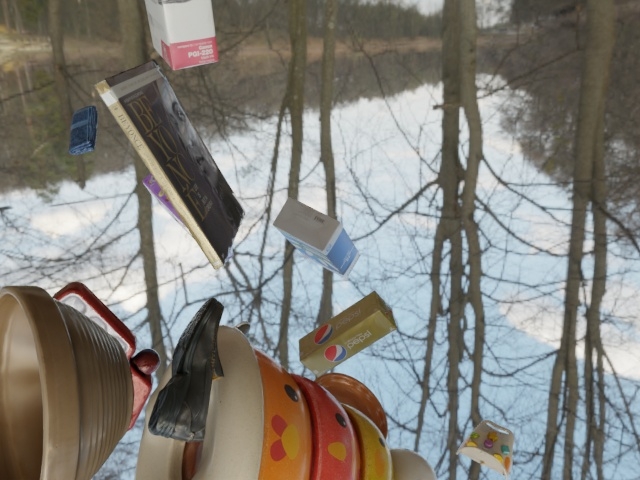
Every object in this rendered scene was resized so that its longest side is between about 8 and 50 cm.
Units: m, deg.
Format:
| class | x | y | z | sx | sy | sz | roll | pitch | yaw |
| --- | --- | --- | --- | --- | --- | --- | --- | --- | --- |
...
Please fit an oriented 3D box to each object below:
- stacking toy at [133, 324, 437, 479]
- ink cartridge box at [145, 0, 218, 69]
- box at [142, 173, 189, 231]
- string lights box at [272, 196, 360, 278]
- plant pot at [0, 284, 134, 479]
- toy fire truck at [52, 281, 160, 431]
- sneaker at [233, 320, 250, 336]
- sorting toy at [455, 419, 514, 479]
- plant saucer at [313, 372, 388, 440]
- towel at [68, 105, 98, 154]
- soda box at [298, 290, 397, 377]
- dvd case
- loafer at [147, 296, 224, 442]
| class | x | y | z | sx | sy | sz | roll | pitch | yaw |
| --- | --- | --- | --- | --- | --- | --- | --- | --- | --- |
| stacking toy | -0.009 | 0.341 | 0.853 | 0.479 | 0.351 | 0.350 | 19 | -174 | -30 |
| ink cartridge box | -0.255 | -0.435 | 0.990 | 0.092 | 0.218 | 0.158 | -19 | -140 | -20 |
| box | -0.368 | -0.057 | 1.595 | 0.057 | 0.293 | 0.201 | -44 | 178 | -11 |
| string lights box | 0.000 | 0.000 | 1.294 | 0.133 | 0.077 | 0.260 | 28 | 172 | 21 |
| plant pot | -0.272 | 0.163 | 0.593 | 0.109 | 0.238 | 0.237 | 0 | -169 | -42 |
| toy fire truck | -0.451 | 0.254 | 1.068 | 0.253 | 0.302 | 0.169 | -36 | -158 | 4 |
| sneaker | -0.199 | 0.258 | 1.283 | 0.064 | 0.061 | 0.158 | 29 | -114 | 19 |
| sorting toy | 0.268 | 0.317 | 0.885 | 0.083 | 0.045 | 0.075 | 19 | -143 | 29 |
| plant saucer | 0.053 | 0.380 | 1.217 | 0.199 | 0.037 | 0.200 | 22 | -144 | -17 |
| towel | -0.557 | -0.259 | 1.318 | 0.067 | 0.120 | 0.029 | -14 | 153 | 13 |
| soda box | 0.047 | 0.171 | 1.027 | 0.181 | 0.058 | 0.061 | -36 | -153 | 17 |
| dvd case | -0.157 | -0.093 | 0.645 | 0.018 | 0.221 | 0.164 | -25 | -159 | 12 |
| loafer | -0.142 | 0.150 | 0.661 | 0.061 | 0.170 | 0.062 | 27 | 151 | -20 |
